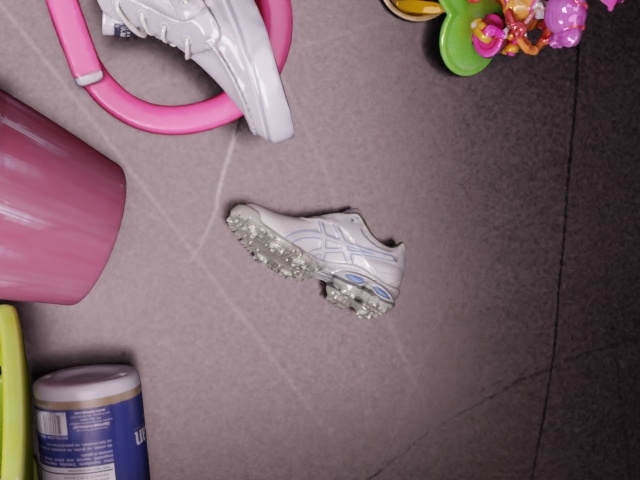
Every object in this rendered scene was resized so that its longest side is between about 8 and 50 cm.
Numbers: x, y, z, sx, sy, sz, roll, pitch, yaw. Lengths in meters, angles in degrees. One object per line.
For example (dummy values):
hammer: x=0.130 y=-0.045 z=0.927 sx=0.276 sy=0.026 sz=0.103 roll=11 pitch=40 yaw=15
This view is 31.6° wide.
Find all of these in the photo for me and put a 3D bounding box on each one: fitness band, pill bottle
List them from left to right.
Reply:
pill bottle: x=-0.198 y=0.201 z=0.997 sx=0.094 sy=0.094 sz=0.169 roll=-6 pitch=97 yaw=-10
fitness band: x=-0.139 y=-0.237 z=0.989 sx=0.209 sy=0.054 sz=0.291 roll=-17 pitch=99 yaw=-9

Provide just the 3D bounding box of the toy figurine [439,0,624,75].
toy figurine: x=0.190 y=-0.217 z=0.982 sx=0.130 sy=0.159 sz=0.173 roll=5 pitch=103 yaw=-37

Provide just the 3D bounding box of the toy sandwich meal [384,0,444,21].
toy sandwich meal: x=0.095 y=-0.242 z=1.044 sx=0.085 sy=0.029 sz=0.086 roll=-1 pitch=95 yaw=-11

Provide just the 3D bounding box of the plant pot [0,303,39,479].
plant pot: x=-0.333 y=0.210 z=0.896 sx=0.228 sy=0.227 sz=0.207 roll=-8 pitch=127 yaw=-10

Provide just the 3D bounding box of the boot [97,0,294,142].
boot: x=-0.119 y=-0.186 z=0.936 sx=0.123 sy=0.095 sz=0.258 roll=-23 pitch=91 yaw=-5

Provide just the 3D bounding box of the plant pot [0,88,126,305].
plant pot: x=-0.267 y=-0.034 z=0.923 sx=0.180 sy=0.201 sz=0.201 roll=21 pitch=91 yaw=-27

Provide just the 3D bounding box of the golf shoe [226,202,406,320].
golf shoe: x=0.000 y=0.000 z=1.042 sx=0.176 sy=0.069 sz=0.086 roll=31 pitch=69 yaw=-15
